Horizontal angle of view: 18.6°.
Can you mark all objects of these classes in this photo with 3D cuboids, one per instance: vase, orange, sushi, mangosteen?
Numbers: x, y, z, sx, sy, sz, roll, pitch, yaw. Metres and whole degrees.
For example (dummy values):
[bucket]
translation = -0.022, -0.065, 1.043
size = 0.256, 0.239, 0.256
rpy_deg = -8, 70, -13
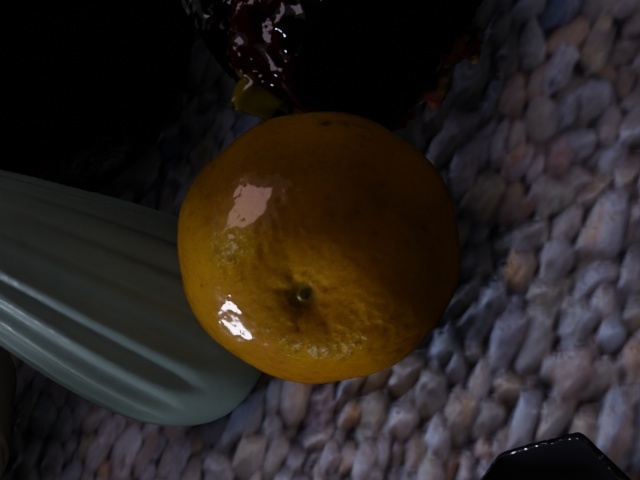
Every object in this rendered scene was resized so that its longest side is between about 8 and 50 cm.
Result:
[vase]
translation = -0.148, 0.025, 1.181
size = 0.128, 0.248, 0.128
rpy_deg = -33, 44, 37
[orange]
translation = 0.000, 0.000, 1.085
size = 0.159, 0.159, 0.136
rpy_deg = -47, 13, 24
[sushi]
translation = 0.017, -0.135, 1.154
size = 0.172, 0.153, 0.150
rpy_deg = -34, 19, 8
[mangosteen]
translation = -0.282, -0.156, 1.429
size = 0.435, 0.382, 0.382
rpy_deg = 105, 168, -56

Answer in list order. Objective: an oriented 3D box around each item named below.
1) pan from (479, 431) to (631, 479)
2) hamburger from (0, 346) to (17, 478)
[pan]
translation = 0.087, 0.170, 0.943
size = 0.202, 0.048, 0.128
rpy_deg = -20, 51, 45
[hamburger]
translation = -0.337, 0.094, 1.369
size = 0.227, 0.295, 0.151
rpy_deg = 9, 58, 27
